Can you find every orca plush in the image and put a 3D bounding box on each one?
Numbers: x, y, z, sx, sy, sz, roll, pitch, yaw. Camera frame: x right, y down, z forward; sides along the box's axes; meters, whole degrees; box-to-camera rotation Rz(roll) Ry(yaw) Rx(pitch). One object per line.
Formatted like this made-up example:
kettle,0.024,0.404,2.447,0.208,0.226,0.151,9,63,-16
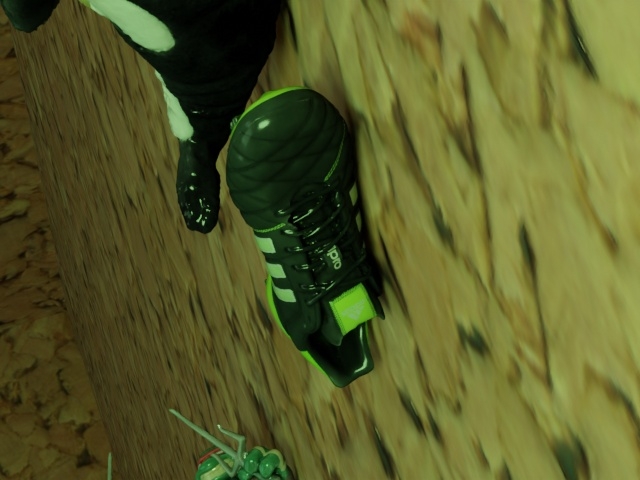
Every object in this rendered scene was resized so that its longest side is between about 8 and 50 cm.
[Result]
orca plush,-0.053,-0.110,0.775,0.102,0.151,0.287,28,140,29

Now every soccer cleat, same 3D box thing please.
soccer cleat,0.000,0.000,0.791,0.072,0.060,0.179,55,167,32

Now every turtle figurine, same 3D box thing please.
turtle figurine,-0.061,0.210,1.232,0.175,0.118,0.234,-49,48,27

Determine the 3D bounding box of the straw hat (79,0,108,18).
straw hat,-0.083,-0.162,0.925,0.144,0.144,0.061,108,-175,-71
